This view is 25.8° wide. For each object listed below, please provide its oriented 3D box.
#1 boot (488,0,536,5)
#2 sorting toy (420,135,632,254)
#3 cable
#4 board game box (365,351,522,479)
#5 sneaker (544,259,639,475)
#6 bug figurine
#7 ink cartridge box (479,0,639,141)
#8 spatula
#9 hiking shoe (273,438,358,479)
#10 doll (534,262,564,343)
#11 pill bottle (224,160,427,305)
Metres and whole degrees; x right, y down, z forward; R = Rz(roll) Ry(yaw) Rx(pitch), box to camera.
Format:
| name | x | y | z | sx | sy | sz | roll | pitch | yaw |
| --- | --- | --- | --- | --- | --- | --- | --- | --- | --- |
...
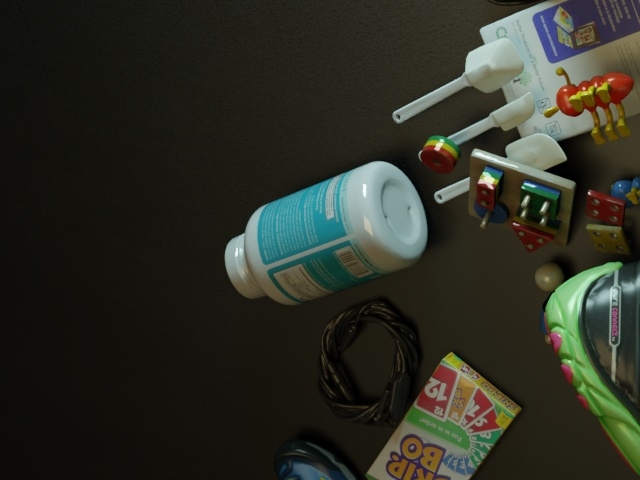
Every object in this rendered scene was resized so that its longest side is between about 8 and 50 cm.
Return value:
| name | x | y | z | sx | sy | sz | roll | pitch | yaw |
| --- | --- | --- | --- | --- | --- | --- | --- | --- | --- |
| boot | 0.252 | -0.322 | 1.580 | 0.246 | 0.207 | 0.094 | -12 | 98 | 33 |
| sorting toy | 0.249 | -0.036 | 1.721 | 0.275 | 0.046 | 0.132 | 20 | 151 | 17 |
| cable | 0.063 | 0.167 | 1.946 | 0.151 | 0.047 | 0.184 | 17 | 109 | 34 |
| board game box | 0.161 | 0.288 | 1.930 | 0.124 | 0.039 | 0.259 | 39 | 123 | 15 |
| sneaker | 0.461 | 0.226 | 1.640 | 0.202 | 0.185 | 0.483 | -35 | 99 | 14 |
| bug figurine | 0.389 | -0.120 | 1.592 | 0.216 | 0.072 | 0.279 | -12 | 142 | 26 |
| ink cartridge box | 0.364 | -0.232 | 1.629 | 0.333 | 0.065 | 0.165 | -17 | 96 | 34 |
| spatula | 0.191 | -0.141 | 1.744 | 0.242 | 0.019 | 0.168 | -24 | 96 | 54 |
| hiking shoe | 0.014 | 0.428 | 1.998 | 0.113 | 0.132 | 0.304 | -29 | 90 | 33 |
| doll | 0.339 | 0.104 | 1.759 | 0.129 | 0.046 | 0.189 | -41 | 86 | 28 |
| pill bottle | 0.000 | 0.000 | 1.864 | 0.264 | 0.146 | 0.146 | -20 | 95 | 33 |
